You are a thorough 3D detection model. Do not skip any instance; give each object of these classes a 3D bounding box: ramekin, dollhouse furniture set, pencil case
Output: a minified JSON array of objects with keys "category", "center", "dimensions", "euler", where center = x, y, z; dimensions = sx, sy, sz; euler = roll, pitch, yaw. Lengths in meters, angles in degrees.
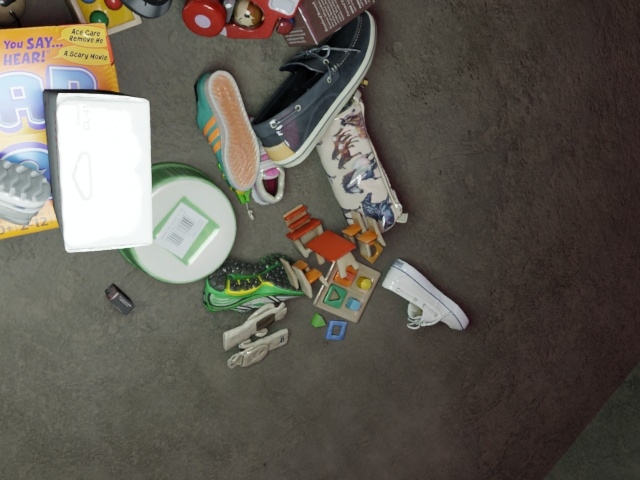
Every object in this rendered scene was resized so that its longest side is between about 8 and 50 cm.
[{"category":"ramekin","center":[-0.360,-0.037,1.515],"dimensions":[0.303,0.148,0.304],"euler":[-8,107,-27]},{"category":"dollhouse furniture set","center":[0.000,0.000,1.661],"dimensions":[0.262,0.259,0.135],"euler":[-34,120,-18]},{"category":"pencil case","center":[0.105,-0.213,1.711],"dimensions":[0.183,0.160,0.410],"euler":[-15,117,18]}]

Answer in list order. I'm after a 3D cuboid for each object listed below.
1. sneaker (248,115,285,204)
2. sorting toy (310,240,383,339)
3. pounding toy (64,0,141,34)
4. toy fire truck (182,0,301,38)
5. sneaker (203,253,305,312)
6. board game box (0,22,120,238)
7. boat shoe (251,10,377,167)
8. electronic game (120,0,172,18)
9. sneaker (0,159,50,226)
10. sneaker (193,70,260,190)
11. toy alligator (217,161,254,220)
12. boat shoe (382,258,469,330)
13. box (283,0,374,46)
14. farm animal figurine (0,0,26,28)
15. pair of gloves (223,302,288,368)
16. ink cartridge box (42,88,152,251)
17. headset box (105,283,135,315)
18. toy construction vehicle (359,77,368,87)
[{"category":"sneaker","center":[-0.148,-0.208,1.608],"dimensions":[0.103,0.111,0.252],"euler":[-27,115,-20]},{"category":"sorting toy","center":[0.092,0.153,1.879],"dimensions":[0.196,0.047,0.348],"euler":[25,90,-32]},{"category":"pounding toy","center":[-0.479,-0.571,1.335],"dimensions":[0.181,0.094,0.206],"euler":[-28,116,-20]},{"category":"toy fire truck","center":[-0.166,-0.574,1.385],"dimensions":[0.253,0.302,0.169],"euler":[18,59,-12]},{"category":"sneaker","center":[-0.177,0.128,1.698],"dimensions":[0.343,0.134,0.146],"euler":[2,139,-36]},{"category":"board game box","center":[-0.605,-0.226,1.204],"dimensions":[0.356,0.356,0.357],"euler":[-14,110,-26]},{"category":"boat shoe","center":[-0.011,-0.424,1.554],"dimensions":[0.156,0.186,0.500],"euler":[42,72,-34]},{"category":"electronic game","center":[-0.406,-0.609,1.329],"dimensions":[0.229,0.048,0.229],"euler":[24,63,-60]},{"category":"sneaker","center":[-0.595,-0.096,0.974],"dimensions":[0.281,0.105,0.115],"euler":[27,131,-17]},{"category":"sneaker","center":[-0.242,-0.274,1.532],"dimensions":[0.108,0.121,0.302],"euler":[-23,109,-34]},{"category":"toy alligator","center":[-0.211,-0.143,1.623],"dimensions":[0.051,0.056,0.190],"euler":[-38,118,-15]},{"category":"boat shoe","center":[0.335,0.225,1.983],"dimensions":[0.367,0.136,0.156],"euler":[40,83,-28]},{"category":"box","center":[-0.009,-0.623,1.538],"dimensions":[0.203,0.168,0.167],"euler":[-39,119,-14]},{"category":"farm animal figurine","center":[-0.716,-0.537,1.166],"dimensions":[0.326,0.172,0.330],"euler":[37,85,-31]},{"category":"pair of gloves","center":[-0.184,0.270,1.707],"dimensions":[0.204,0.042,0.240],"euler":[-30,149,-21]},{"category":"ink cartridge box","center":[-0.367,-0.127,0.974],"dimensions":[0.131,0.306,0.226],"euler":[-6,107,-28]},{"category":"headset box","center":[-0.507,0.150,1.523],"dimensions":[0.032,0.083,0.062],"euler":[-45,119,-11]},{"category":"toy construction vehicle","center":[0.087,-0.439,1.721],"dimensions":[0.098,0.035,0.086],"euler":[18,94,-32]}]
